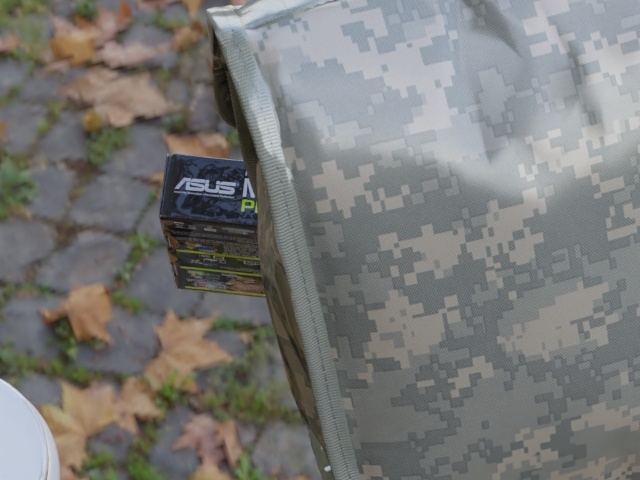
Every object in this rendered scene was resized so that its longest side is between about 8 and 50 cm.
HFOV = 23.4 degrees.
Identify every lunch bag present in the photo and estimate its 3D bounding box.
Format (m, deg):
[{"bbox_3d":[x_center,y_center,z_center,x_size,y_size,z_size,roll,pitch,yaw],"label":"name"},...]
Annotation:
[{"bbox_3d":[0.084,-0.018,0.733,0.235,0.287,0.169,-14,31,-5],"label":"lunch bag"}]

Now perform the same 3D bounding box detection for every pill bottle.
[{"bbox_3d":[-0.368,0.247,1.557,0.204,0.361,0.204,3,74,-11],"label":"pill bottle"}]

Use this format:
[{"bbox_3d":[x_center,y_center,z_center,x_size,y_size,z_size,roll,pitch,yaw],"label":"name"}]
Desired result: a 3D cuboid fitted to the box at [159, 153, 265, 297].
[{"bbox_3d":[0.000,0.000,1.360,0.270,0.216,0.060,6,72,1],"label":"box"}]
